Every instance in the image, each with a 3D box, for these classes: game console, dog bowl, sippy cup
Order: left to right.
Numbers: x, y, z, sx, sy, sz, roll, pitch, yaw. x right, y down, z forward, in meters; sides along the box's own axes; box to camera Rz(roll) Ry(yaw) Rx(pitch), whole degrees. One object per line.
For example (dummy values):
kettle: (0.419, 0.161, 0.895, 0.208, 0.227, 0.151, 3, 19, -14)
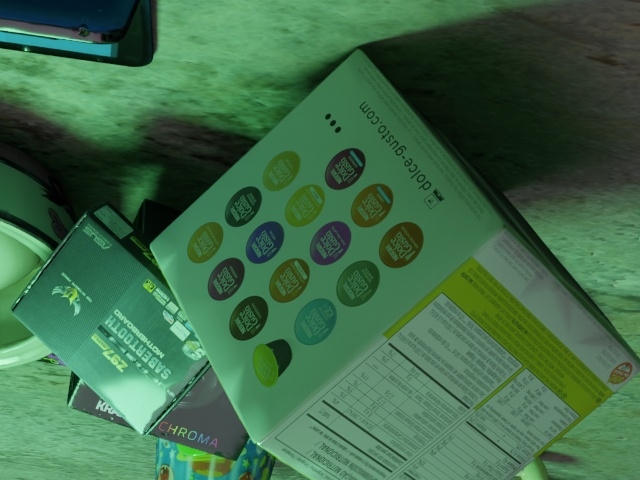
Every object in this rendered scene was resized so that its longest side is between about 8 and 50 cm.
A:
dog bowl: (-0.500, 0.008, 1.906, 0.408, 0.150, 0.408, 0, 145, 0)
game console: (-0.330, -0.218, 1.508, 0.293, 0.250, 0.173, 7, 124, 0)
sippy cup: (-0.181, 0.388, 2.459, 0.240, 0.224, 0.305, -18, 142, 38)

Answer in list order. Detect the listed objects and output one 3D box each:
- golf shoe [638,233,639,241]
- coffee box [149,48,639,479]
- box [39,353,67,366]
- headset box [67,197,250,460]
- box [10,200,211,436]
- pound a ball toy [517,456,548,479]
golf shoe: (0.432, -0.047, 1.738, 0.086, 0.067, 0.186, 40, 145, -2)
coffee box: (0.078, 0.072, 1.616, 0.334, 0.338, 0.338, -42, 135, 9)
box: (-0.448, 0.158, 2.317, 0.162, 0.029, 0.116, 13, 151, -6)
headset box: (-0.162, 0.111, 1.893, 0.246, 0.131, 0.283, 21, 115, -16)
box: (-0.236, 0.095, 1.759, 0.232, 0.059, 0.183, 44, 117, 2)
pound a ball toy: (0.210, 0.410, 2.537, 0.319, 0.136, 0.208, 14, 124, -10)
